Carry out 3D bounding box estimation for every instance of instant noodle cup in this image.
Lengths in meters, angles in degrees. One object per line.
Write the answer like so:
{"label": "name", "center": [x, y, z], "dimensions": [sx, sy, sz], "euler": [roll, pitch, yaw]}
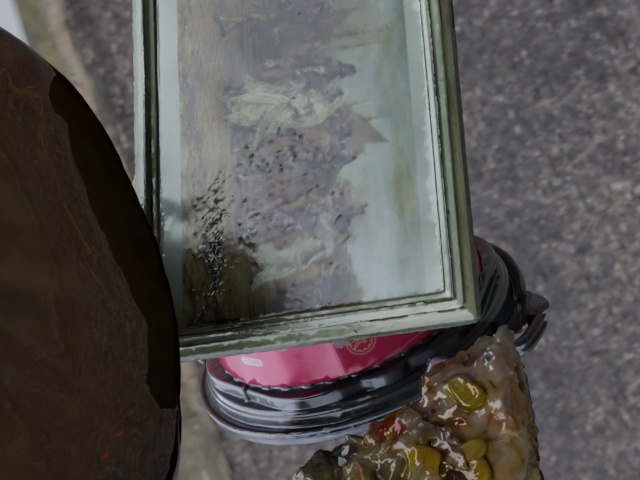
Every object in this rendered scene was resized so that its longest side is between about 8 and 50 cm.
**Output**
{"label": "instant noodle cup", "center": [0.000, 0.000, 1.065], "dimensions": [0.302, 0.258, 0.181], "euler": [-9, 118, 28]}

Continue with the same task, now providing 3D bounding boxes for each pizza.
{"label": "pizza", "center": [0.082, 0.131, 0.865], "dimensions": [0.185, 0.195, 0.052], "euler": [16, 152, 14]}

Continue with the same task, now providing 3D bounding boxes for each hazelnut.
{"label": "hazelnut", "center": [-0.260, 0.072, 0.724], "dimensions": [0.359, 0.359, 0.409], "euler": [122, 149, -48]}

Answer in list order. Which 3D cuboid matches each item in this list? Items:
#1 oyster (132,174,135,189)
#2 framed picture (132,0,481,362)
{"label": "oyster", "center": [-0.053, -0.103, 1.426], "dimensions": [0.238, 0.351, 0.115], "euler": [50, 148, 2]}
{"label": "framed picture", "center": [-0.018, -0.067, 0.888], "dimensions": [0.217, 0.017, 0.274], "euler": [-10, 69, 15]}
